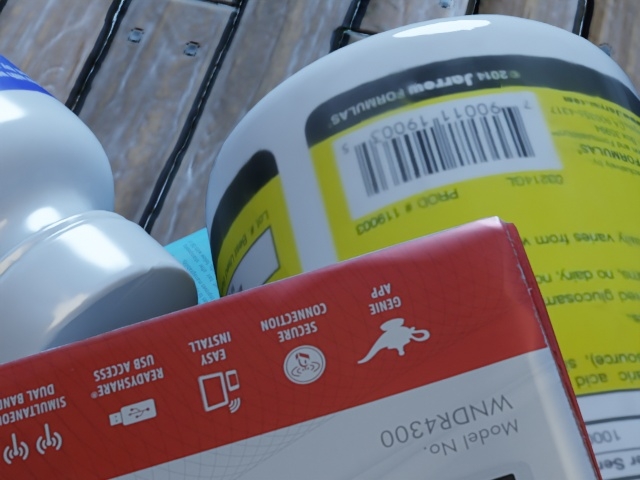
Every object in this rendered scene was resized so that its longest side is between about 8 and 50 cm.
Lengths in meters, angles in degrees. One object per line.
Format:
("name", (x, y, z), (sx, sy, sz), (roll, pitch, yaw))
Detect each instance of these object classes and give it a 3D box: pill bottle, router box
("pill bottle", (-0.184, -0.022, 0.663), (0.272, 0.152, 0.152), (38, 54, 23))
("pill bottle", (0.075, 0.099, 0.567), (0.187, 0.188, 0.334), (-5, 56, -13))
("router box", (-0.066, 0.179, 0.388), (0.335, 0.082, 0.301), (-17, 57, 2))

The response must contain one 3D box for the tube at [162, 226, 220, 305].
("tube", (0.000, 0.000, 0.744), (0.207, 0.052, 0.080), (-29, 57, -22))
